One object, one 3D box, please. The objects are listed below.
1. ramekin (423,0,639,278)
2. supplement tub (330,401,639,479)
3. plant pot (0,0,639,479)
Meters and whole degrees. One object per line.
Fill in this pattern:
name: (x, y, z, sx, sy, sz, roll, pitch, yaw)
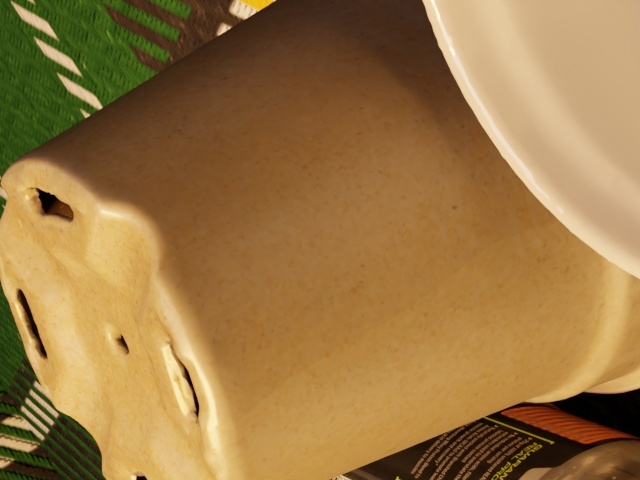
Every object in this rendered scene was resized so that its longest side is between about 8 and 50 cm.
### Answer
ramekin: (0.173, -0.123, 0.834, 0.277, 0.135, 0.277, 45, 152, 32)
supplement tub: (0.132, 0.202, 1.209, 0.316, 0.193, 0.193, 16, 131, 59)
plant pot: (0.000, 0.000, 1.068, 0.334, 0.305, 0.334, 39, 144, 36)
